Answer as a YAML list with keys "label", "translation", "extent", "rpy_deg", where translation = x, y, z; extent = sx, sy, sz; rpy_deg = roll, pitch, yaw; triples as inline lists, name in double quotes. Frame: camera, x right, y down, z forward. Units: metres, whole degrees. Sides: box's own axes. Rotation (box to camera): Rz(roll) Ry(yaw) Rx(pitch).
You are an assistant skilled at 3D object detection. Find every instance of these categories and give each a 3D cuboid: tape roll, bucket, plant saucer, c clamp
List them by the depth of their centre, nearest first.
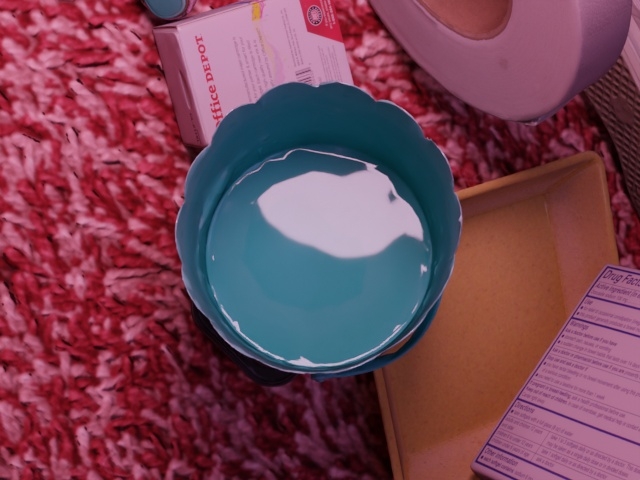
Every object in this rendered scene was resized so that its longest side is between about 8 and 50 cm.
- label: "tape roll"
  translation: [0.137, -0.295, 1.478]
  extent: [0.072, 0.392, 0.392]
  rpy_deg: [-35, 111, -20]
- label: "bucket"
  translation: [0.000, 0.000, 1.499]
  extent: [0.281, 0.183, 0.281]
  rpy_deg: [0, 81, 1]
- label: "c clamp"
  translation: [-0.047, 0.076, 1.605]
  extent: [0.160, 0.022, 0.137]
  rpy_deg: [39, 94, -4]
- label: "plant saucer"
  translation: [0.183, 0.094, 1.726]
  extent: [0.332, 0.081, 0.333]
  rpy_deg: [-17, 105, -24]

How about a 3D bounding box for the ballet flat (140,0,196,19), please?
- label: "ballet flat"
  translation: [-0.178, -0.316, 1.490]
  extent: [0.221, 0.076, 0.079]
  rpy_deg: [61, 27, -32]

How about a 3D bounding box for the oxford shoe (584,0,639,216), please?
- label: "oxford shoe"
  translation: [0.411, -0.124, 1.772]
  extent: [0.130, 0.169, 0.449]
  rpy_deg: [-34, 105, -21]

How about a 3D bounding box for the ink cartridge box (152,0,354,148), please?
- label: "ink cartridge box"
  translation: [-0.066, -0.178, 1.565]
  extent: [0.175, 0.072, 0.127]
  rpy_deg: [-20, 106, -24]

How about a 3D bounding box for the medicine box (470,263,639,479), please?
- label: "medicine box"
  translation: [0.348, 0.191, 1.629]
  extent: [0.149, 0.263, 0.289]
  rpy_deg: [42, 78, -26]
